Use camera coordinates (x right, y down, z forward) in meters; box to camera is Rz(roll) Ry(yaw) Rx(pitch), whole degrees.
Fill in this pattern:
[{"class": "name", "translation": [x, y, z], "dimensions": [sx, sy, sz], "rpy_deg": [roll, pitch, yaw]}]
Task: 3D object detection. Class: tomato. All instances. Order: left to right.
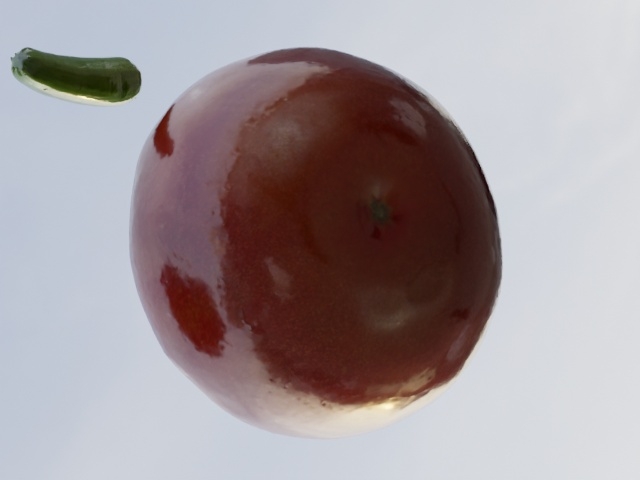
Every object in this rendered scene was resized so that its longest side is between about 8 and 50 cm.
[{"class": "tomato", "translation": [0.000, 0.000, 0.906], "dimensions": [0.195, 0.136, 0.195], "rpy_deg": [4, -101, -24]}]

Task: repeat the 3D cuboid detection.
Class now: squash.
[{"class": "squash", "translation": [-0.121, -0.081, 0.927], "dimensions": [0.089, 0.027, 0.027], "rpy_deg": [-2, -93, -54]}]
